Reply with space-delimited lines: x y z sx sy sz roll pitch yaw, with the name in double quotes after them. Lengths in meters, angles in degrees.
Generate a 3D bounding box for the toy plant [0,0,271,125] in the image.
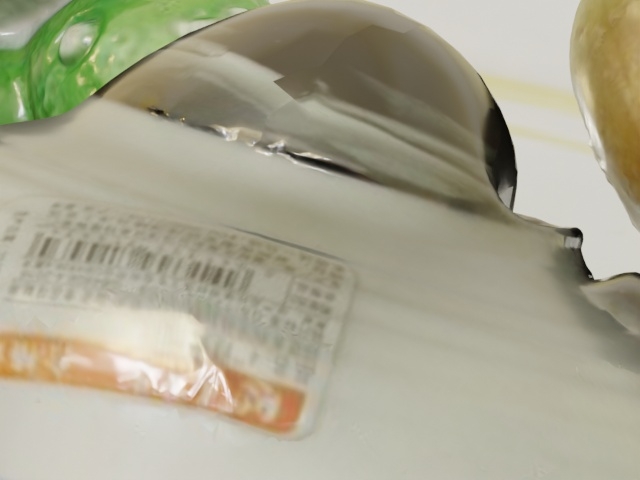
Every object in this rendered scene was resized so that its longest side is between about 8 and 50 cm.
-0.102 -0.078 0.760 0.218 0.235 0.175 -17 -43 15 "toy plant"

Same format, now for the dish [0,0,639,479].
0.000 0.000 0.495 0.273 0.134 0.273 18 3 -1 "dish"

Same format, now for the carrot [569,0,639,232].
0.306 -0.108 0.900 0.340 0.224 0.224 -24 -48 25 "carrot"
